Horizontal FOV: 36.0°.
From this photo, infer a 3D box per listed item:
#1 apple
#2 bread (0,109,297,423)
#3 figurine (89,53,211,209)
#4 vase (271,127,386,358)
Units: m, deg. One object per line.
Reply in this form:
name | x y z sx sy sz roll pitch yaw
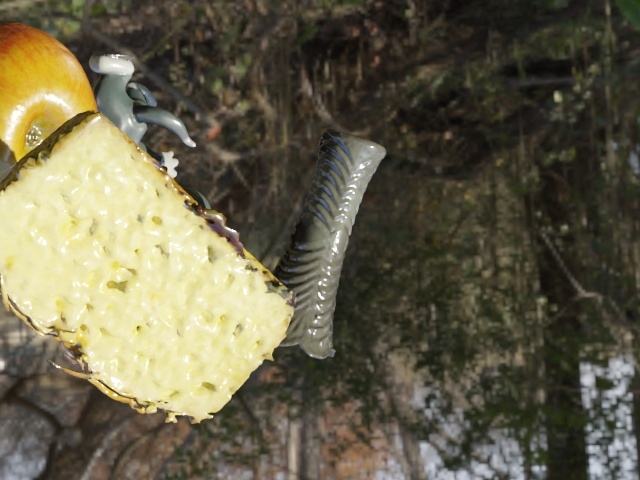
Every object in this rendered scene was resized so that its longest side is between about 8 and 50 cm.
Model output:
apple | -0.305 -0.114 0.974 0.173 0.195 0.160 21 173 39
bread | -0.153 0.015 0.760 0.260 0.160 0.147 42 180 -31
figurine | -0.206 -0.082 1.141 0.140 0.265 0.193 24 -154 27
vase | 0.000 0.000 1.077 0.116 0.237 0.115 20 -179 0
